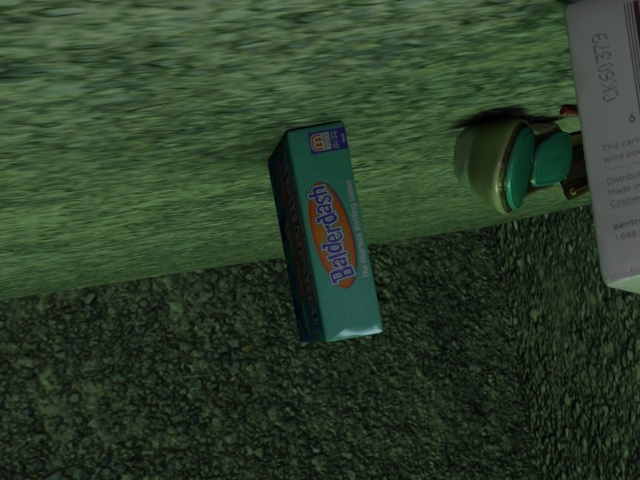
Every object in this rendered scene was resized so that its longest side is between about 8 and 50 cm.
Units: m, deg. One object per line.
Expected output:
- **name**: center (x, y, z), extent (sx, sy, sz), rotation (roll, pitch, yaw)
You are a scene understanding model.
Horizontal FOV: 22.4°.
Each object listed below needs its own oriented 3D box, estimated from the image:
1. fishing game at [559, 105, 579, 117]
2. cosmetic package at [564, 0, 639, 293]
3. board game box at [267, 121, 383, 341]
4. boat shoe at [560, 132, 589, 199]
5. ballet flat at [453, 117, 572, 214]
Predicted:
- **fishing game**: center (0.317, -0.024, 1.413), extent (0.041, 0.264, 0.189), rotation (-52, 161, 19)
- **cosmetic package**: center (0.241, -0.054, 0.849), extent (0.151, 0.151, 0.183), rotation (-14, 164, 33)
- **board game box**: center (0.000, 0.000, 1.285), extent (0.047, 0.160, 0.210), rotation (-10, 177, -7)
- **boat shoe**: center (0.341, -0.092, 1.678), extent (0.207, 0.073, 0.073), rotation (-14, 175, 36)
- **ballet flat**: center (0.159, -0.070, 1.425), extent (0.086, 0.086, 0.248), rotation (-12, 178, 20)
